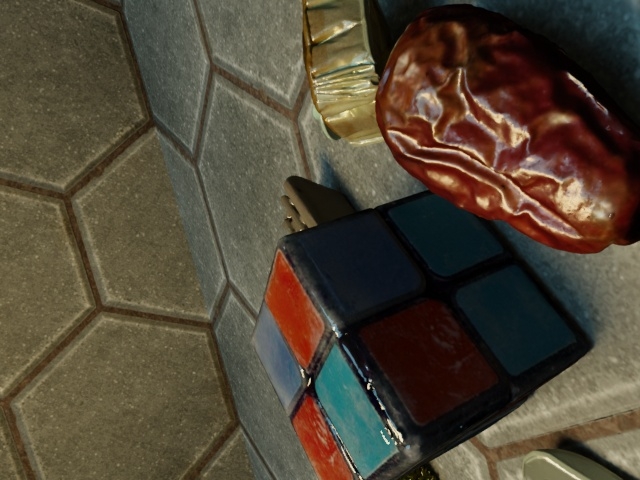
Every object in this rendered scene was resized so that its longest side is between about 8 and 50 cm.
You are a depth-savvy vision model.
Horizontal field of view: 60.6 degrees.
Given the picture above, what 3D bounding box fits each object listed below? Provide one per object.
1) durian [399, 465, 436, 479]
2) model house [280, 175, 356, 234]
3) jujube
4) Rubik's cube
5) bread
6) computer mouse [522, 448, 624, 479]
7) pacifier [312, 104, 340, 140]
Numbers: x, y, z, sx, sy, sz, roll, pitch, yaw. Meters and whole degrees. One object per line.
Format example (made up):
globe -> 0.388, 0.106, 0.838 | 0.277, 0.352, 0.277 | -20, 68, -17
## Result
durian -> 0.131, 0.504, 1.144 | 0.200, 0.176, 0.237 | -66, 33, 26
model house -> 0.007, -0.005, 1.111 | 0.229, 0.122, 0.188 | 54, 150, 25
jujube -> 0.212, -0.116, 0.602 | 0.342, 0.216, 0.216 | 40, 141, 28
Rubik's cube -> 0.112, 0.150, 0.799 | 0.318, 0.316, 0.313 | 57, 148, 25
bread -> 0.046, -0.249, 0.785 | 0.210, 0.109, 0.192 | 20, -117, -70
computer mouse -> 0.361, 0.335, 0.727 | 0.181, 0.056, 0.089 | 17, 123, 48
pacifier -> 0.048, -0.245, 0.939 | 0.116, 0.127, 0.150 | 2, 79, 23
